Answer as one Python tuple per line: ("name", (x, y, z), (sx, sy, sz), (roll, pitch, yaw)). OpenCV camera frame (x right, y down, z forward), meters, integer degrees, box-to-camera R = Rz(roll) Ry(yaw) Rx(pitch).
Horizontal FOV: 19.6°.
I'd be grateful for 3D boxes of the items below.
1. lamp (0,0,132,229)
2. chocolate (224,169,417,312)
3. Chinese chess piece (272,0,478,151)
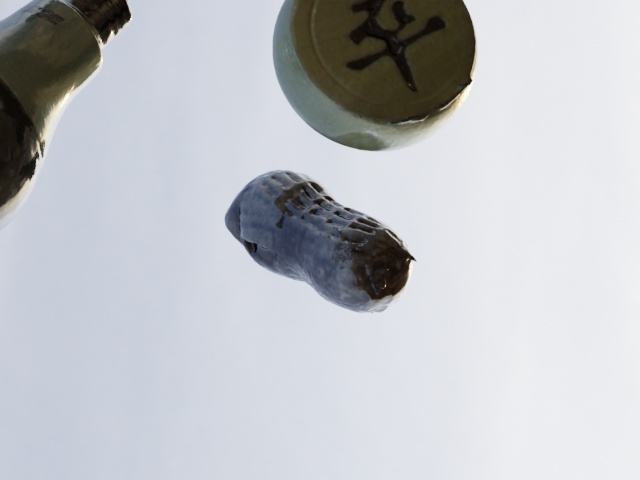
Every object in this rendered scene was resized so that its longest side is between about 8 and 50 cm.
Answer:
("lamp", (-0.304, -0.131, 1.618), (0.182, 0.182, 0.314), (49, -132, -30))
("chocolate", (0.000, 0.000, 1.850), (0.110, 0.248, 0.110), (-22, -53, -32))
("Chinese chess piece", (0.050, -0.174, 1.683), (0.188, 0.083, 0.188), (4, -109, -12))
